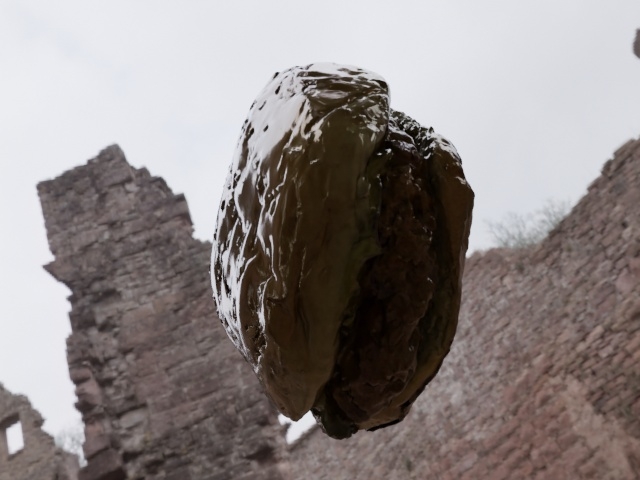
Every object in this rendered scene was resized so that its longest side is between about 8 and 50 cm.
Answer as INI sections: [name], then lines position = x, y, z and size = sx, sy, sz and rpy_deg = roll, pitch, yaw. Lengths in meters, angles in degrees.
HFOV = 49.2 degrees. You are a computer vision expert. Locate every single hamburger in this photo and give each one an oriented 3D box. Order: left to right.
[hamburger]
position = 0.000, -0.001, 0.527
size = 0.145, 0.283, 0.259
rpy_deg = 11, -80, -24
